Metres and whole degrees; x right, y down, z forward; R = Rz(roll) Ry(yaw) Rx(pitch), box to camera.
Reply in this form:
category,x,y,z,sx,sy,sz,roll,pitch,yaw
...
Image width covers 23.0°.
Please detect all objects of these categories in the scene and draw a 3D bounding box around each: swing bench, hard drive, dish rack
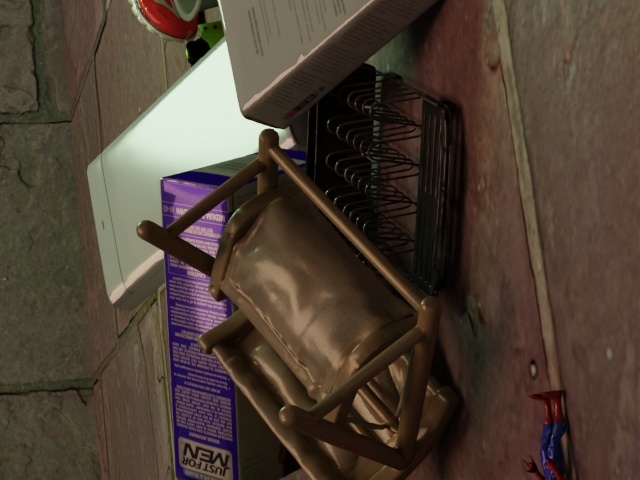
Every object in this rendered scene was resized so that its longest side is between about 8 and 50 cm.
category,x,y,z,sx,sy,sz,roll,pitch,yaw
swing bench,-0.010,0.082,1.437,0.253,0.165,0.255,48,169,30
hard drive,-0.157,-0.101,1.959,0.353,0.047,0.233,-39,48,30
dish rack,0.056,-0.060,1.512,0.271,0.074,0.208,-138,47,-67

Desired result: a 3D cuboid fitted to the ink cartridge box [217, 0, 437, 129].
category,x,y,z,sx,sy,sz,roll,pitch,yaw
ink cartridge box,0.018,-0.327,1.515,0.330,0.071,0.324,-35,53,35

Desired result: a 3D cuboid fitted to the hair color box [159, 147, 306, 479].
category,x,y,z,sx,sy,sz,roll,pitch,yaw
hair color box,-0.069,0.085,1.702,0.110,0.185,0.339,11,110,37

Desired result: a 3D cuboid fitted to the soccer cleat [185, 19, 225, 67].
category,x,y,z,sx,sy,sz,roll,pitch,yaw
soccer cleat,-0.156,-0.251,2.197,0.179,0.072,0.060,114,149,-57

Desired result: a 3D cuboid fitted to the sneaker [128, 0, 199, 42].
category,x,y,z,sx,sy,sz,roll,pitch,yaw
sneaker,-0.235,-0.436,2.397,0.118,0.107,0.279,-45,52,56

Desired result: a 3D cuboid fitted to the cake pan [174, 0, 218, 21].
category,x,y,z,sx,sy,sz,roll,pitch,yaw
cake pan,-0.154,-0.434,2.056,0.293,0.054,0.293,177,90,-74

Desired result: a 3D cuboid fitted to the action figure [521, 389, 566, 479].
category,x,y,z,sx,sy,sz,roll,pitch,yaw
action figure,0.178,0.175,1.216,0.038,0.030,0.115,151,113,-66
